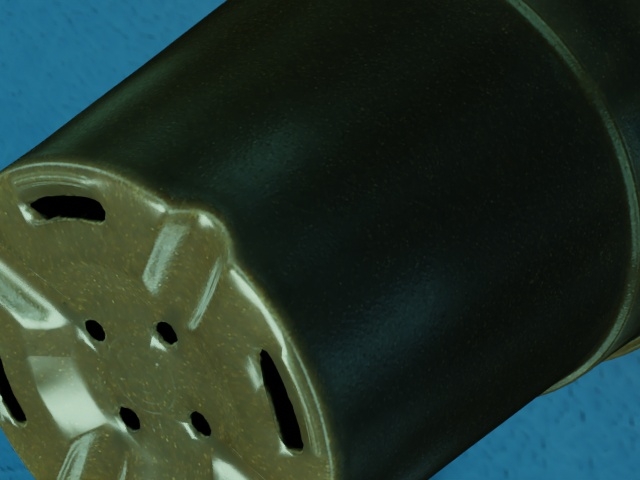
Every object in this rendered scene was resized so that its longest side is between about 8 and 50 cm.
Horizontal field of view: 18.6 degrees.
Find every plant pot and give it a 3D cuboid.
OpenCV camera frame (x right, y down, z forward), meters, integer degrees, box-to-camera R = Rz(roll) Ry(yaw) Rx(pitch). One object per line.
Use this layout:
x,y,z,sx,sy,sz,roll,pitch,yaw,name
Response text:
0.000,0.000,0.534,0.167,0.165,0.167,23,130,30,plant pot
